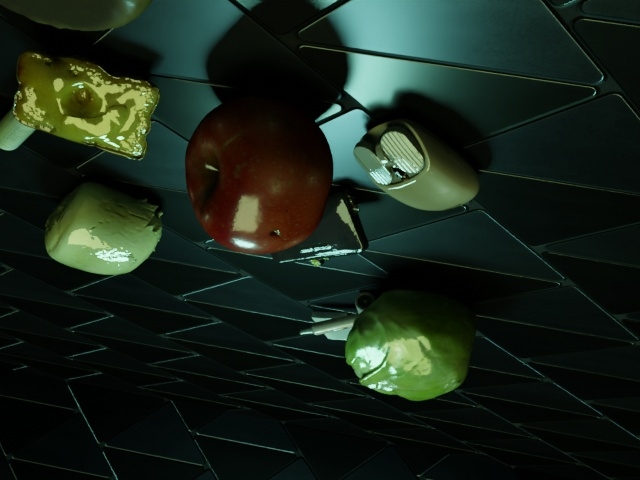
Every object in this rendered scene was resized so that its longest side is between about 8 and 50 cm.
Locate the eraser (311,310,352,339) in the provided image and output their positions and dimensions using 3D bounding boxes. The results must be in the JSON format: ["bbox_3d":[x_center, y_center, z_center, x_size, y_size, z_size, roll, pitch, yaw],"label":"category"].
[{"bbox_3d":[0.046,0.241,2.044,0.104,0.023,0.150,0,150,21],"label":"eraser"}]

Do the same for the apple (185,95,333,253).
[{"bbox_3d":[-0.100,-0.106,1.212,0.217,0.260,0.260,0,161,-32],"label":"apple"}]

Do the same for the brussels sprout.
[{"bbox_3d":[0.224,0.242,1.748,0.328,0.247,0.328,13,137,13],"label":"brussels sprout"}]

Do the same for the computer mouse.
[{"bbox_3d":[0.170,-0.120,1.258,0.237,0.081,0.145,31,148,-34],"label":"computer mouse"}]

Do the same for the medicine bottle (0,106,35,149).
[{"bbox_3d":[-0.550,-0.233,1.363,0.059,0.059,0.231,31,147,-31],"label":"medicine bottle"}]

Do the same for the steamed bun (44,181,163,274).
[{"bbox_3d":[-0.492,-0.008,1.645,0.232,0.166,0.273,31,147,-29],"label":"steamed bun"}]

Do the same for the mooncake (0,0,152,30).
[{"bbox_3d":[-0.310,-0.420,0.710,0.394,0.246,0.394,11,154,21],"label":"mooncake"}]

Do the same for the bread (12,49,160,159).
[{"bbox_3d":[-0.393,-0.238,1.230,0.233,0.088,0.160,14,121,-18],"label":"bread"}]

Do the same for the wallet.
[{"bbox_3d":[-0.018,-0.025,1.492,0.250,0.044,0.149,-7,115,33],"label":"wallet"}]

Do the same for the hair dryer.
[{"bbox_3d":[0.045,0.205,1.910,0.221,0.053,0.195,-5,148,8],"label":"hair dryer"}]

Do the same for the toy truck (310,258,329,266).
[{"bbox_3d":[0.000,0.000,1.572,0.077,0.076,0.111,38,147,-6],"label":"toy truck"}]
